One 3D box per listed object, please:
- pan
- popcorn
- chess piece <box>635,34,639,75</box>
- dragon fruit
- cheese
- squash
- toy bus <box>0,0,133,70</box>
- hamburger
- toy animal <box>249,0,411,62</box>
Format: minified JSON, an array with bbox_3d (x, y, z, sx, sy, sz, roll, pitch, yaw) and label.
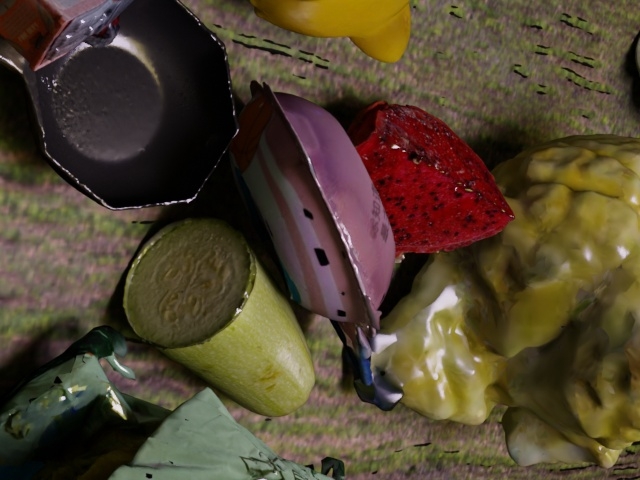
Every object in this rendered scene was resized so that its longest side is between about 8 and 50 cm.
[{"bbox_3d":[-0.140,-0.104,0.966,0.202,0.048,0.128,44,62,-26],"label":"pan"},{"bbox_3d":[0.214,0.055,1.348,0.237,0.293,0.293,-21,123,-70],"label":"popcorn"},{"bbox_3d":[0.381,-0.095,1.617,0.144,0.144,0.251,-52,145,-27],"label":"chess piece"},{"bbox_3d":[0.049,-0.044,1.230,0.106,0.083,0.162,-39,139,27],"label":"dragon fruit"},{"bbox_3d":[0.000,0.000,1.116,0.074,0.189,0.286,-23,149,-6],"label":"cheese"},{"bbox_3d":[-0.052,0.071,1.144,0.094,0.094,0.224,-61,152,-16],"label":"squash"},{"bbox_3d":[-0.108,-0.172,0.935,0.077,0.065,0.192,44,52,-6],"label":"toy bus"},{"bbox_3d":[-0.100,0.200,0.978,0.276,0.150,0.260,33,73,-16],"label":"hamburger"},{"bbox_3d":[0.034,-0.235,1.067,0.156,0.156,0.230,30,76,-55],"label":"toy animal"}]
